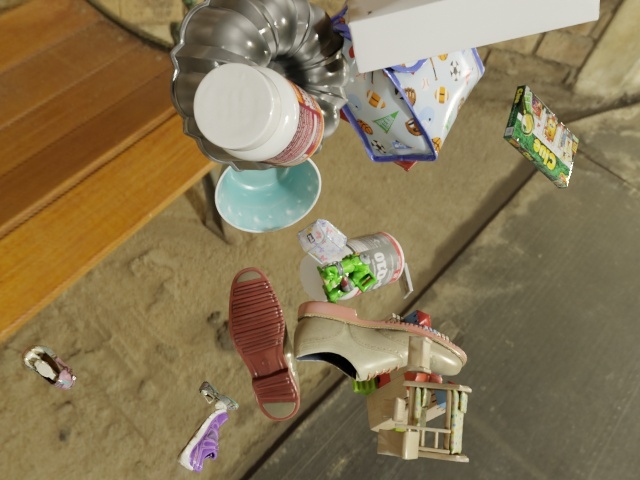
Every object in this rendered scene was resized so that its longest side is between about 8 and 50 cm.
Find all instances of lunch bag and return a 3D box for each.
[{"bbox_3d":[0.188,-0.424,1.401,0.238,0.385,0.328,3,51,43],"label":"lunch bag"},{"bbox_3d":[0.000,0.000,1.262,0.083,0.071,0.053,42,38,-21],"label":"lunch bag"}]

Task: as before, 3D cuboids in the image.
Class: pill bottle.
[{"bbox_3d":[-0.076,-0.164,0.817,0.121,0.121,0.221,28,9,10],"label":"pill bottle"},{"bbox_3d":[0.089,0.075,1.712,0.283,0.161,0.161,-15,55,-43],"label":"pill bottle"}]

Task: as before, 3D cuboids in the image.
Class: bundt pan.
[{"bbox_3d":[-0.079,-0.268,1.026,0.330,0.331,0.124,-30,32,-29],"label":"bundt pan"}]

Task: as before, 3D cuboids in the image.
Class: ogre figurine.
[{"bbox_3d":[0.063,0.088,1.434,0.118,0.197,0.097,-25,47,-8],"label":"ogre figurine"}]

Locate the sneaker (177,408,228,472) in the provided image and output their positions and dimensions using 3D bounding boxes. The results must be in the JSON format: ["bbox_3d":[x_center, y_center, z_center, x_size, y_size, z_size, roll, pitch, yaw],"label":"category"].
[{"bbox_3d":[-0.248,0.443,1.345,0.071,0.068,0.170,39,34,-1],"label":"sneaker"}]

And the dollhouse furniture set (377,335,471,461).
[{"bbox_3d":[0.163,0.229,0.909,0.101,0.161,0.182,-1,73,25],"label":"dollhouse furniture set"}]

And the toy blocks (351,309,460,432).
[{"bbox_3d":[0.238,0.332,1.630,0.190,0.261,0.382,27,39,-33],"label":"toy blocks"}]

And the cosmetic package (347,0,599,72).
[{"bbox_3d":[0.233,-0.423,1.036,0.377,0.098,0.284,-10,37,10],"label":"cosmetic package"}]

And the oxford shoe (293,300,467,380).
[{"bbox_3d":[0.128,0.258,1.367,0.396,0.140,0.147,13,59,1],"label":"oxford shoe"}]

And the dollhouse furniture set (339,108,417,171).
[{"bbox_3d":[0.194,-0.412,2.005,0.374,0.201,0.152,32,53,25],"label":"dollhouse furniture set"}]

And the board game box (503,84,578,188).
[{"bbox_3d":[0.526,-0.239,1.442,0.259,0.030,0.136,28,76,-36],"label":"board game box"}]

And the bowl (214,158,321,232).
[{"bbox_3d":[-0.166,-0.190,1.794,0.311,0.312,0.163,-5,46,-15],"label":"bowl"}]

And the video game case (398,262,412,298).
[{"bbox_3d":[0.259,0.125,1.879,0.011,0.122,0.087,-9,74,-5],"label":"video game case"}]

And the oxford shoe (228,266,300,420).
[{"bbox_3d":[-0.127,0.227,1.394,0.122,0.130,0.349,-10,96,5],"label":"oxford shoe"}]

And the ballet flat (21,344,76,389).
[{"bbox_3d":[-0.761,0.338,1.674,0.221,0.079,0.077,24,75,29],"label":"ballet flat"}]

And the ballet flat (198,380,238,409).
[{"bbox_3d":[-0.257,0.396,1.516,0.114,0.041,0.041,31,53,19],"label":"ballet flat"}]
